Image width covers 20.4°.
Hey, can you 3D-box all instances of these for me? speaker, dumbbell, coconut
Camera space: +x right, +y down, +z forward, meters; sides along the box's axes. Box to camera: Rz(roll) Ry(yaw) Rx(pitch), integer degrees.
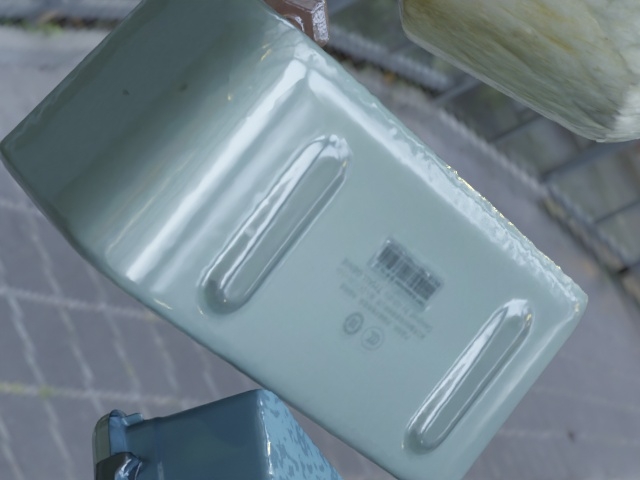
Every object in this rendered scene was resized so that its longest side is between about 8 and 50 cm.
[{"bbox_3d":[0.000,0.000,1.179,0.406,0.184,0.183,39,3,-43],"label":"speaker"},{"bbox_3d":[-0.034,-0.174,1.692,0.082,0.092,0.231,50,20,-27],"label":"dumbbell"},{"bbox_3d":[0.171,-0.222,1.121,0.329,0.328,0.329,55,17,-26],"label":"coconut"}]

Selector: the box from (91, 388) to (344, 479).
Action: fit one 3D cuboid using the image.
[{"bbox_3d":[-0.046,0.201,1.081,0.227,0.130,0.162,54,18,-45],"label":"box"}]
